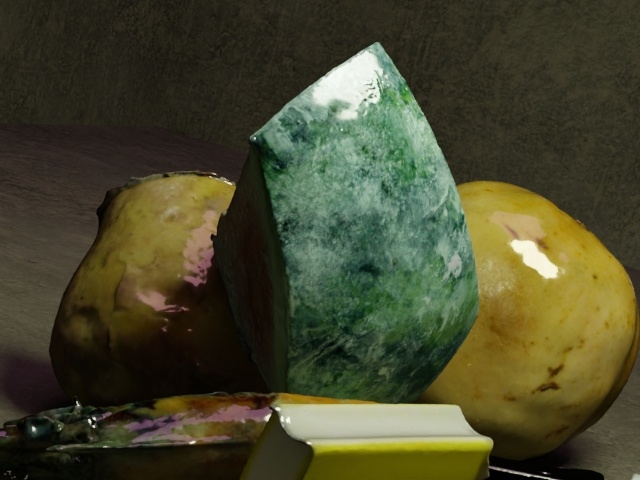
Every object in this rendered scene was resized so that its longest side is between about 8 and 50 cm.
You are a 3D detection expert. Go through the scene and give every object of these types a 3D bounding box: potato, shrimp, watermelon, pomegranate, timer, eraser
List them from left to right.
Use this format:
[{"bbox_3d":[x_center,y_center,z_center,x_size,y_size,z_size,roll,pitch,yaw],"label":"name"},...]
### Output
[{"bbox_3d":[-0.117,0.186,1.710,0.445,0.085,0.272,0,-12,-26],"label":"shrimp"},{"bbox_3d":[-0.127,0.102,1.946,0.289,0.301,0.237,-20,25,12],"label":"potato"},{"bbox_3d":[0.000,0.000,1.821,0.228,0.387,0.258,-26,31,-23],"label":"watermelon"},{"bbox_3d":[0.029,0.218,1.606,0.226,0.158,0.069,4,27,-41],"label":"eraser"},{"bbox_3d":[0.198,0.097,2.137,0.332,0.332,0.332,12,9,-2],"label":"pomegranate"},{"bbox_3d":[0.191,0.248,1.904,0.187,0.055,0.144,5,8,10],"label":"timer"}]

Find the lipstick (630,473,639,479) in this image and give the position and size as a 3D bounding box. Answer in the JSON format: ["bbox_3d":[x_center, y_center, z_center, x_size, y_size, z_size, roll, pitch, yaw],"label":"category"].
[{"bbox_3d":[0.446,0.307,1.956,0.264,0.059,0.059,17,10,17],"label":"lipstick"}]
